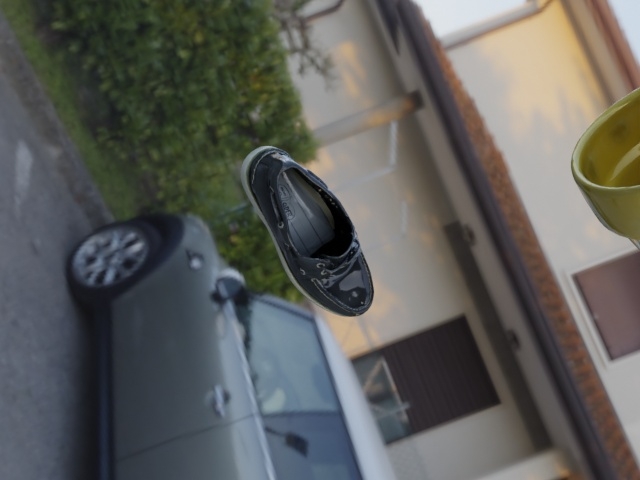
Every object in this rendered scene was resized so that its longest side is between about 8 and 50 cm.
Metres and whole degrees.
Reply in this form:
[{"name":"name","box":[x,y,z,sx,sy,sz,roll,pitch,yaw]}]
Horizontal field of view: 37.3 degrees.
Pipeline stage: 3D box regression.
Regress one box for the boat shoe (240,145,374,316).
[{"name":"boat shoe","box":[0.003,-0.003,1.514,0.113,0.127,0.340,14,-43,59]}]

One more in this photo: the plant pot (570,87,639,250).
[{"name":"plant pot","box":[0.481,-0.055,1.190,0.239,0.254,0.254,53,6,-22]}]
